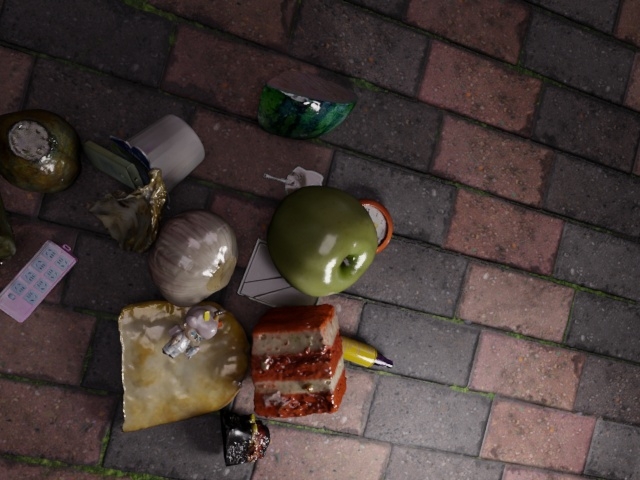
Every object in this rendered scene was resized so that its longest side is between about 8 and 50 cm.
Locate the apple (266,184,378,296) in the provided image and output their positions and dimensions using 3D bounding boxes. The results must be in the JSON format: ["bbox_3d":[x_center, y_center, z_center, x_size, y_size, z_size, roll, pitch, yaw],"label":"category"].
[{"bbox_3d":[0.000,0.000,1.759,0.356,0.357,0.358,-1,93,-14],"label":"apple"}]

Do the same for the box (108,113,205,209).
[{"bbox_3d":[-0.487,-0.276,1.663,0.262,0.291,0.206,42,65,0],"label":"box"}]

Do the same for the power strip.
[{"bbox_3d":[-0.889,0.125,1.698,0.109,0.037,0.279,41,83,-13],"label":"power strip"}]

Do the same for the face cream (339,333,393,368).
[{"bbox_3d":[0.137,0.402,1.945,0.273,0.078,0.078,22,87,-14],"label":"face cream"}]

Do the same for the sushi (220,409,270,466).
[{"bbox_3d":[-0.250,0.665,1.827,0.150,0.153,0.172,-5,103,-17],"label":"sushi"}]

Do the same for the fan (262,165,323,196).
[{"bbox_3d":[-0.095,-0.200,1.895,0.219,0.009,0.132,15,88,-14],"label":"fan"}]

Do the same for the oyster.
[{"bbox_3d":[-0.550,-0.067,1.626,0.111,0.396,0.204,-36,103,-47],"label":"oyster"}]

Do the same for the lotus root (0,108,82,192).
[{"bbox_3d":[-0.812,-0.255,1.552,0.250,0.346,0.251,0,91,-20],"label":"lotus root"}]

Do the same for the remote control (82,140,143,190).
[{"bbox_3d":[-0.635,-0.230,1.658,0.233,0.098,0.038,28,58,28],"label":"remote control"}]

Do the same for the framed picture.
[{"bbox_3d":[-0.123,0.140,1.899,0.289,0.020,0.212,22,87,-14],"label":"framed picture"}]

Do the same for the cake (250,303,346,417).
[{"bbox_3d":[-0.073,0.385,1.761,0.269,0.270,0.320,-7,95,11],"label":"cake"}]

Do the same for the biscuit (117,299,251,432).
[{"bbox_3d":[-0.450,0.386,1.775,0.445,0.104,0.430,-8,103,-15],"label":"biscuit"}]

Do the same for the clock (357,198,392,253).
[{"bbox_3d":[0.160,-0.046,1.944,0.205,0.051,0.206,-1,92,-13],"label":"clock"}]

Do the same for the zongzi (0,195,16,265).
[{"bbox_3d":[-1.103,-0.045,1.512,0.431,0.208,0.404,-25,73,-9],"label":"zongzi"}]

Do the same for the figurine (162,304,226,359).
[{"bbox_3d":[-0.385,0.272,1.665,0.229,0.112,0.137,-41,139,-2],"label":"figurine"}]

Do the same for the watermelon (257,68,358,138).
[{"bbox_3d":[-0.055,-0.428,1.832,0.292,0.319,0.222,26,121,-7],"label":"watermelon"}]

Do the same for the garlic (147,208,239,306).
[{"bbox_3d":[-0.391,0.036,1.680,0.259,0.317,0.318,23,86,14],"label":"garlic"}]
